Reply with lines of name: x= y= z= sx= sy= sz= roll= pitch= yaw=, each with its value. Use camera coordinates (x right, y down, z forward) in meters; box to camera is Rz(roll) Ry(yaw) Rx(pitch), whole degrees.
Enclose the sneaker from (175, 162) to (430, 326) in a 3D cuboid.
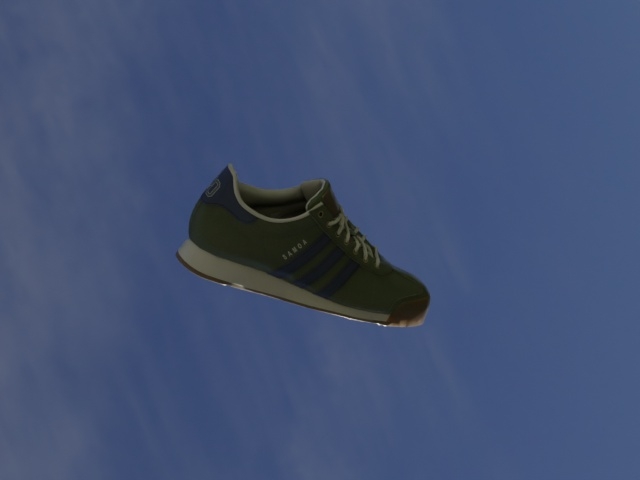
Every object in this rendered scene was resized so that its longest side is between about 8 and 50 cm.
sneaker: x=0.000 y=0.000 z=1.272 sx=0.192 sy=0.086 sz=0.064 roll=15 pitch=-162 yaw=-16
